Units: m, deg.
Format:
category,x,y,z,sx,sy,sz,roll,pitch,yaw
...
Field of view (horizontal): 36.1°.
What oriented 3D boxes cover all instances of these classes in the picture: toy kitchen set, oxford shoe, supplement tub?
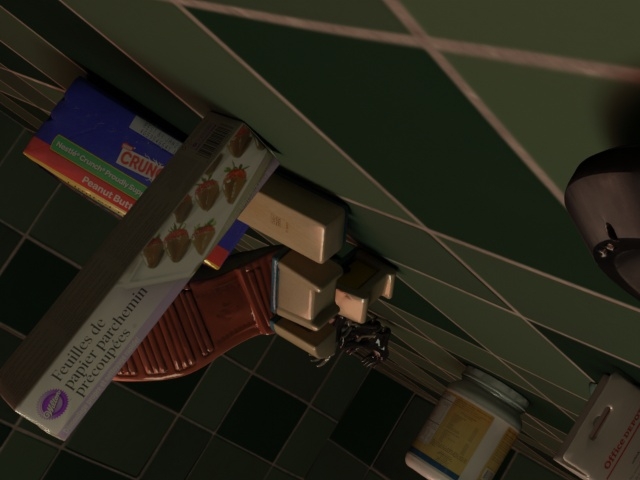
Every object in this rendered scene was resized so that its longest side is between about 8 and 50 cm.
category,x,y,z,sx,sy,sz,roll,pitch,yaw
toy kitchen set,0.000,0.000,1.083,0.122,0.166,0.207,28,135,26
oxford shoe,-0.173,0.101,1.410,0.146,0.397,0.140,-113,9,-81
supplement tub,0.250,0.327,1.663,0.144,0.199,0.144,32,173,5

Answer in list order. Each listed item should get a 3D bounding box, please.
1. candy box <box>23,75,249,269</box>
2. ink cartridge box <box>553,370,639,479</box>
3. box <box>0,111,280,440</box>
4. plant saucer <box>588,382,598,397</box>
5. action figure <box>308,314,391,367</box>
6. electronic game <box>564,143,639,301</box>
category,x,y,z,sx,sy,sz,roll,pitch,yaw
candy box,-0.232,-0.078,1.287,0.268,0.122,0.317,33,172,-11
ink cartridge box,0.309,0.207,0.981,0.180,0.104,0.060,36,173,-21
box,-0.165,0.026,0.896,0.067,0.324,0.063,23,162,49
plant saucer,0.347,0.199,1.091,0.119,0.021,0.119,32,172,5
action figure,0.001,0.143,1.739,0.276,0.141,0.164,35,-176,-35
electronic game,0.206,0.023,0.390,0.229,0.048,0.229,27,174,3
